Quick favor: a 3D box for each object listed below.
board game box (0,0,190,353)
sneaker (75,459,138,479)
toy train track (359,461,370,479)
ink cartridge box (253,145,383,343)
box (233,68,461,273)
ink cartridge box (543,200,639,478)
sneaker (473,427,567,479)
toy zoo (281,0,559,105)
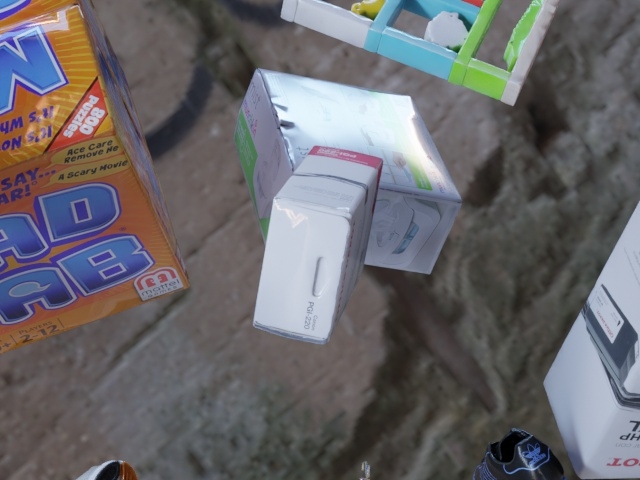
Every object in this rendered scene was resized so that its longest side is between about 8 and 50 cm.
[{"bbox_3d":[-0.400,-0.112,1.767,0.356,0.356,0.356,-19,-30,-1],"label":"board game box"},{"bbox_3d":[-0.401,0.458,2.399,0.262,0.099,0.121,-45,16,-26],"label":"sneaker"},{"bbox_3d":[0.058,0.315,2.013,0.014,0.048,0.083,1,15,-1],"label":"toy train track"},{"bbox_3d":[0.000,0.000,1.704,0.092,0.158,0.218,12,21,6],"label":"ink cartridge box"},{"bbox_3d":[0.028,-0.095,1.957,0.262,0.231,0.127,-110,34,-51],"label":"box"},{"bbox_3d":[0.484,0.117,1.860,0.395,0.285,0.166,108,157,-43],"label":"ink cartridge box"},{"bbox_3d":[0.246,0.285,1.939,0.081,0.090,0.232,-30,4,-18],"label":"sneaker"},{"bbox_3d":[0.087,-0.252,1.534,0.030,0.293,0.192,105,-169,-46],"label":"toy zoo"}]
